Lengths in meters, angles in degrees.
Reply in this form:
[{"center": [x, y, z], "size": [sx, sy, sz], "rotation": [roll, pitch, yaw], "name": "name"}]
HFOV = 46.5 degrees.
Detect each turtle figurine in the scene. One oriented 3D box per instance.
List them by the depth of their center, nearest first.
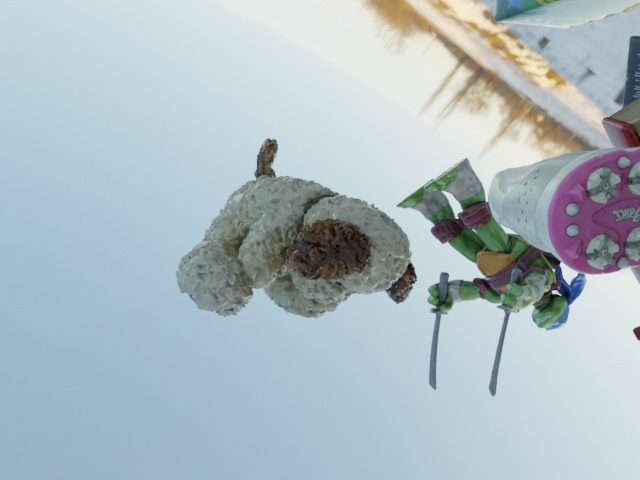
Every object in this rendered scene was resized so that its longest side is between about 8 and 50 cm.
[{"center": [0.195, 0.049, 0.986], "size": [0.266, 0.274, 0.198], "rotation": [54, -172, 0], "name": "turtle figurine"}]

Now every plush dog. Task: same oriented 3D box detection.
[{"center": [0.000, 0.000, 0.855], "size": [0.225, 0.211, 0.262], "rotation": [14, -178, 33], "name": "plush dog"}]

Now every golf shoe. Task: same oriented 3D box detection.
[{"center": [0.285, -0.040, 0.646], "size": [0.306, 0.115, 0.140], "rotation": [0, -170, -26], "name": "golf shoe"}]

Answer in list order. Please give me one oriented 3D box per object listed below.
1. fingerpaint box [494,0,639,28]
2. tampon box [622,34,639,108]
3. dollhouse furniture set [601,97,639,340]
[{"center": [0.430, -0.588, 1.157], "size": [0.163, 0.445, 0.371], "rotation": [0, -172, -14], "name": "fingerpaint box"}, {"center": [0.487, -0.192, 0.998], "size": [0.120, 0.161, 0.101], "rotation": [-8, -159, -18], "name": "tampon box"}, {"center": [0.413, 0.043, 0.798], "size": [0.374, 0.152, 0.201], "rotation": [57, -174, -15], "name": "dollhouse furniture set"}]
